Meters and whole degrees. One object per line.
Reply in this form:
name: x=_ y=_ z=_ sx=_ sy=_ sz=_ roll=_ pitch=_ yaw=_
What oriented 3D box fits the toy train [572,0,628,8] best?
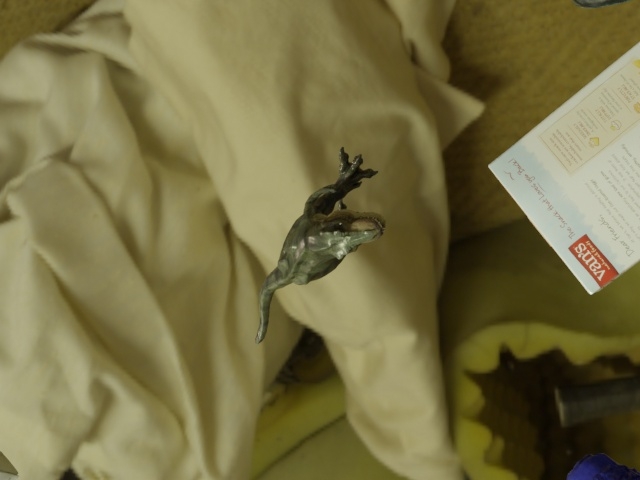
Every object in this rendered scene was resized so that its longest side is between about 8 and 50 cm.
toy train: x=0.204 y=-0.336 z=0.772 sx=0.142 sy=0.190 sz=0.334 roll=-1 pitch=133 yaw=45

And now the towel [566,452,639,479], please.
towel: x=0.244 y=0.279 z=0.564 sx=0.076 sy=0.308 sz=0.228 roll=-14 pitch=121 yaw=-29

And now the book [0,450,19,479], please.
book: x=-0.255 y=0.151 z=0.586 sx=0.144 sy=0.035 sz=0.096 roll=28 pitch=92 yaw=-46

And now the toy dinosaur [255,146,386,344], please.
toy dinosaur: x=0.000 y=0.000 z=0.870 sx=0.064 sy=0.118 sz=0.268 roll=37 pitch=154 yaw=-1

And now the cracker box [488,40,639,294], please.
cracker box: x=0.295 y=-0.080 z=0.968 sx=0.232 sy=0.156 sz=0.067 roll=-39 pitch=167 yaw=16
